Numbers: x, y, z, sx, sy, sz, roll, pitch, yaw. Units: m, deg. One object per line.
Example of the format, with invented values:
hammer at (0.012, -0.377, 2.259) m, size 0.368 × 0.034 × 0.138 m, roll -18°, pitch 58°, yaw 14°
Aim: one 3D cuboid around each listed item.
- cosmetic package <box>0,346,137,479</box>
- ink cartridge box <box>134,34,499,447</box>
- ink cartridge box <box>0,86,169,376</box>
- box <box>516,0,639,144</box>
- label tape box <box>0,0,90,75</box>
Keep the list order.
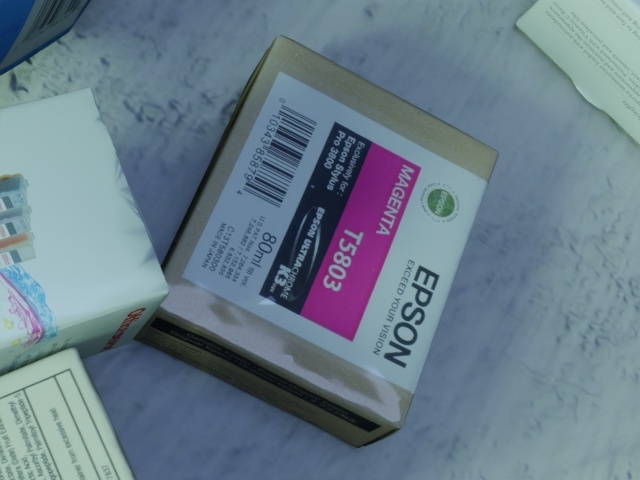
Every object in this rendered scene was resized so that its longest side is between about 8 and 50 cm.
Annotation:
cosmetic package at (-0.230, 0.195, 0.595) m, size 0.296 × 0.129 × 0.153 m, roll -21°, pitch 64°, yaw -16°
ink cartridge box at (0.000, 0.000, 0.830) m, size 0.193 × 0.088 × 0.234 m, roll 26°, pitch 65°, yaw -9°
ink cartridge box at (-0.193, 0.014, 0.630) m, size 0.176 × 0.128 × 0.127 m, roll -17°, pitch 79°, yaw -25°
box at (0.302, -0.199, 0.986) m, size 0.181 × 0.119 × 0.182 m, roll 44°, pitch 63°, yaw -2°
label tape box at (-0.327, -0.238, 0.720) m, size 0.348 × 0.115 × 0.249 m, roll 39°, pitch 32°, yaw -5°
